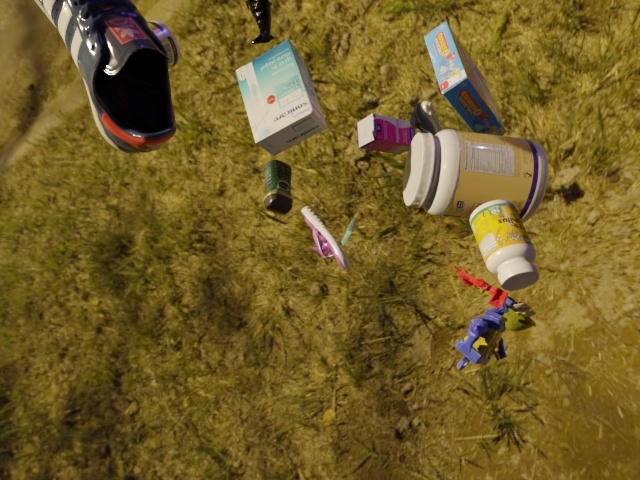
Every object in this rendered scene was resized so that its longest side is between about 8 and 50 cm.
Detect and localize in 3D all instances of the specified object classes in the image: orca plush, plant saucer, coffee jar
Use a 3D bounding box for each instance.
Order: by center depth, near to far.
[{"bbox_3d":[-0.146,-0.181,1.540,0.079,0.096,0.184,-36,47,41],"label":"coffee jar"},{"bbox_3d":[-0.245,-0.847,1.584,0.151,0.102,0.287,9,101,42],"label":"orca plush"},{"bbox_3d":[0.111,-0.036,1.766,0.018,0.192,0.067,30,109,1],"label":"plant saucer"}]

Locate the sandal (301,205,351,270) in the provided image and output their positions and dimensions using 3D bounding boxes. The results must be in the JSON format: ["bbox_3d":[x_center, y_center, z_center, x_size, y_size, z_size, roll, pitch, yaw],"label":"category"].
[{"bbox_3d":[0.007,0.010,1.852,0.102,0.169,0.416,-36,40,0],"label":"sandal"}]

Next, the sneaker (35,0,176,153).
[{"bbox_3d":[-0.274,-0.283,0.581,0.148,0.131,0.350,18,134,49],"label":"sneaker"}]

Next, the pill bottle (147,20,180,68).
[{"bbox_3d":[-0.461,-0.449,1.107,0.119,0.208,0.119,23,139,21],"label":"pill bottle"}]

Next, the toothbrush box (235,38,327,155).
[{"bbox_3d":[-0.130,-0.463,1.475,0.216,0.126,0.296,-23,72,18],"label":"toothbrush box"}]

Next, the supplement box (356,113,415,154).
[{"bbox_3d":[0.272,-0.432,1.842,0.114,0.220,0.111,-15,77,57],"label":"supplement box"}]

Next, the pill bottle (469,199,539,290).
[{"bbox_3d":[0.452,0.012,1.101,0.117,0.117,0.208,-26,49,24],"label":"pill bottle"}]

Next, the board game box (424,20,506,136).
[{"bbox_3d":[0.487,-0.526,1.515,0.086,0.302,0.308,-28,50,31],"label":"board game box"}]

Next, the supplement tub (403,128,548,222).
[{"bbox_3d":[0.417,-0.177,1.248,0.331,0.241,0.241,6,90,-2],"label":"supplement tub"}]

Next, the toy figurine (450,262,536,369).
[{"bbox_3d":[0.396,0.223,1.132,0.191,0.362,0.217,33,93,34],"label":"toy figurine"}]

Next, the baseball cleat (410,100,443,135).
[{"bbox_3d":[0.389,-0.400,1.623,0.109,0.072,0.206,3,119,50],"label":"baseball cleat"}]
